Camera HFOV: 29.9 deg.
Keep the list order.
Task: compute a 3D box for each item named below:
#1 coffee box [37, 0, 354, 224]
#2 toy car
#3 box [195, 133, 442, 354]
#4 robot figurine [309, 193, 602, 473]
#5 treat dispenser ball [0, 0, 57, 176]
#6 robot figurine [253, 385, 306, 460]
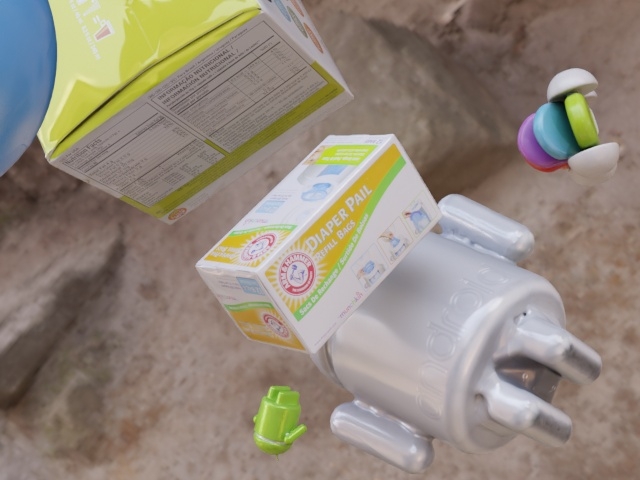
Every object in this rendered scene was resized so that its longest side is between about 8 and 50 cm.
[{"bbox_3d":[-0.214,-0.281,1.639,0.338,0.334,0.338,-33,67,12],"label":"coffee box"},{"bbox_3d":[0.360,-0.157,1.777,0.136,0.159,0.182,-17,-9,9],"label":"toy car"},{"bbox_3d":[0.000,0.000,1.145,0.203,0.103,0.114,-45,27,-24],"label":"box"},{"bbox_3d":[0.121,0.097,1.292,0.353,0.200,0.300,23,81,39],"label":"robot figurine"},{"bbox_3d":[-0.368,-0.162,1.009,0.288,0.288,0.288,-37,26,21],"label":"treat dispenser ball"},{"bbox_3d":[-0.070,0.295,1.939,0.101,0.067,0.115,22,101,47],"label":"robot figurine"}]
